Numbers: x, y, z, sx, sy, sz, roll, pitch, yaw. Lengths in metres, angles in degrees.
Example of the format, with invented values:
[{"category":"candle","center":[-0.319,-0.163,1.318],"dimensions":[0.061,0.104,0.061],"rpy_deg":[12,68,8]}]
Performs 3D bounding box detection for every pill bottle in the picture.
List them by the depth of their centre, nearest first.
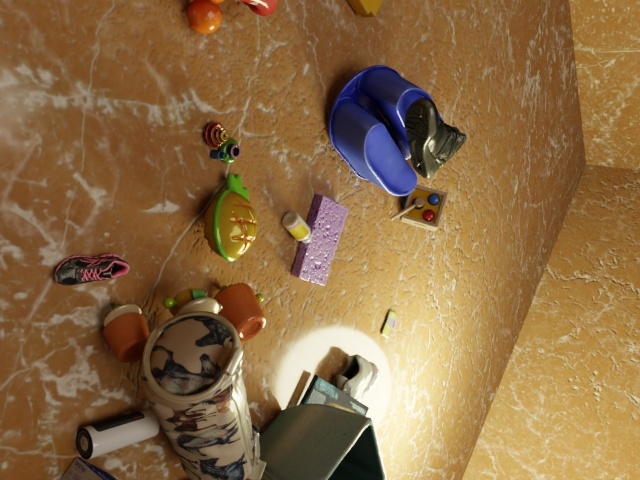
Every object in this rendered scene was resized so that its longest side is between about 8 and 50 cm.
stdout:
[{"category":"pill bottle","center":[-0.052,-0.028,1.282],"dimensions":[0.043,0.043,0.083],"rpy_deg":[-61,140,-19]}]

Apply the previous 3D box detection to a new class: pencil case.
[{"category":"pencil case","center":[-0.198,0.302,0.996],"dimensions":[0.411,0.183,0.160],"rpy_deg":[90,11,-46]}]

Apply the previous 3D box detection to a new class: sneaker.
[{"category":"sneaker","center":[-0.363,0.049,0.890],"dimensions":[0.119,0.057,0.047],"rpy_deg":[-16,115,-48]},{"category":"sneaker","center":[0.269,-0.258,1.285],"dimensions":[0.130,0.087,0.228],"rpy_deg":[-39,142,-13]},{"category":"sneaker","center":[0.065,0.440,1.556],"dimensions":[0.121,0.099,0.263],"rpy_deg":[47,58,-37]}]

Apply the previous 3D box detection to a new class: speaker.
[{"category":"speaker","center":[-0.359,0.344,0.989],"dimensions":[0.136,0.055,0.055],"rpy_deg":[-1,102,-52]}]

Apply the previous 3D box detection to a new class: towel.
[{"category":"towel","center":[0.217,0.268,1.753],"dimensions":[0.060,0.009,0.083],"rpy_deg":[34,73,-51]}]

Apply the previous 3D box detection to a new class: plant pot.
[{"category":"plant pot","center":[-0.025,0.543,1.322],"dimensions":[0.248,0.252,0.247],"rpy_deg":[-41,130,-37]}]

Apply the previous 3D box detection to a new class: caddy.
[{"category":"caddy","center":[0.162,-0.272,1.381],"dimensions":[0.241,0.179,0.341],"rpy_deg":[-46,139,0]}]

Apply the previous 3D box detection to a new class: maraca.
[{"category":"maraca","center":[-0.171,-0.046,1.082],"dimensions":[0.127,0.099,0.186],"rpy_deg":[69,23,-51]}]

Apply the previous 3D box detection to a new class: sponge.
[{"category":"sponge","center":[0.000,0.000,1.368],"dimensions":[0.117,0.031,0.210],"rpy_deg":[24,82,-53]}]

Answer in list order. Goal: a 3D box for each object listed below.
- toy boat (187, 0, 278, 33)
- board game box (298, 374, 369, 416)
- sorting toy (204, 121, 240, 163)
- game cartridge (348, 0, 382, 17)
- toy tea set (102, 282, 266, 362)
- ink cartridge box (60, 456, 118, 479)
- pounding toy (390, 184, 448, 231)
[{"category":"toy boat","center":[-0.179,-0.426,0.940],"dimensions":[0.231,0.151,0.151],"rpy_deg":[-10,139,-50]},{"category":"board game box","center":[0.031,0.459,1.476],"dimensions":[0.186,0.026,0.126],"rpy_deg":[36,72,-17]},{"category":"sorting toy","center":[-0.182,-0.182,1.065],"dimensions":[0.102,0.042,0.061],"rpy_deg":[44,66,-49]},{"category":"game cartridge","center":[0.106,-0.728,1.270],"dimensions":[0.285,0.052,0.324],"rpy_deg":[39,72,-50]},{"category":"toy tea set","center":[-0.252,0.148,1.053],"dimensions":[0.200,0.124,0.336],"rpy_deg":[-47,147,10]},{"category":"ink cartridge box","center":[-0.337,0.440,0.920],"dimensions":[0.046,0.207,0.097],"rpy_deg":[-56,139,-24]},{"category":"pounding toy","center":[0.292,-0.096,1.648],"dimensions":[0.100,0.141,0.130],"rpy_deg":[51,56,-79]}]
